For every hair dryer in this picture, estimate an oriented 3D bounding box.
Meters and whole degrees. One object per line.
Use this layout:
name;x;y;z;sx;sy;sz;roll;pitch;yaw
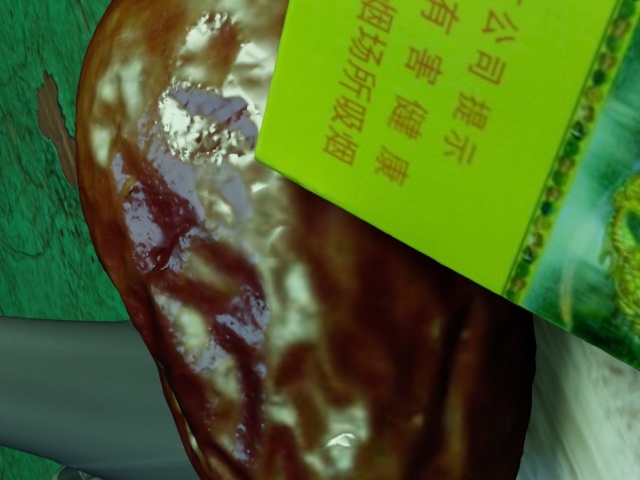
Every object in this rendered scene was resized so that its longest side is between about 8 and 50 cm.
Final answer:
hair dryer;-0.067;-0.025;0.918;0.121;0.301;0.361;3;80;55

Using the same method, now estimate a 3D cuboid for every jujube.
jujube;0.000;0.000;0.791;0.223;0.223;0.318;-2;101;60

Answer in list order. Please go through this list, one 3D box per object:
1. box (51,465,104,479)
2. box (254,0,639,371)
box;-0.076;0.144;1.052;0.093;0.172;0.124;59;151;0
box;0.141;-0.030;0.565;0.335;0.047;0.187;29;132;15
